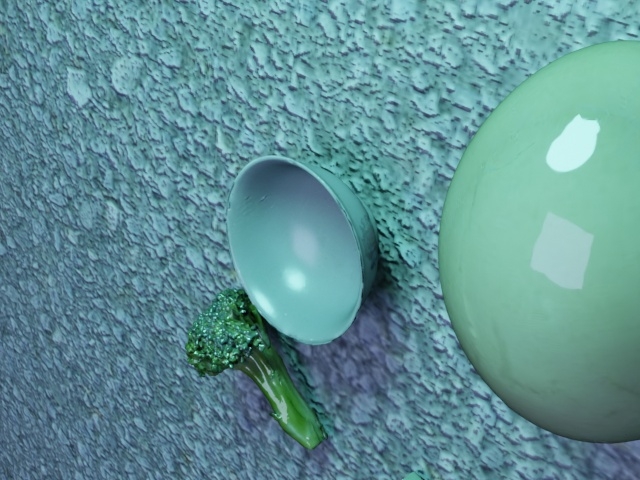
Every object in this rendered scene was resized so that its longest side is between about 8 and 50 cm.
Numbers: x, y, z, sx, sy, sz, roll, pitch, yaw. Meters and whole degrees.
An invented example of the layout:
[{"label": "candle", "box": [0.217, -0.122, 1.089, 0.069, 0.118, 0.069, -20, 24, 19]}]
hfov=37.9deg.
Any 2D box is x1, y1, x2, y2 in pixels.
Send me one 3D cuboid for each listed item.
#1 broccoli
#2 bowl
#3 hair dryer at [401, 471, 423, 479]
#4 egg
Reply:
[{"label": "broccoli", "box": [-0.063, 0.148, 1.033, 0.122, 0.118, 0.204, -37, 92, 26]}, {"label": "bowl", "box": [0.000, 0.000, 0.909, 0.189, 0.086, 0.189, 23, 123, 40]}, {"label": "hair dryer", "box": [0.093, 0.298, 0.977, 0.063, 0.038, 0.124, 47, 141, 25]}, {"label": "egg", "box": [0.186, 0.005, 0.615, 0.219, 0.219, 0.269, 16, 112, 42]}]
